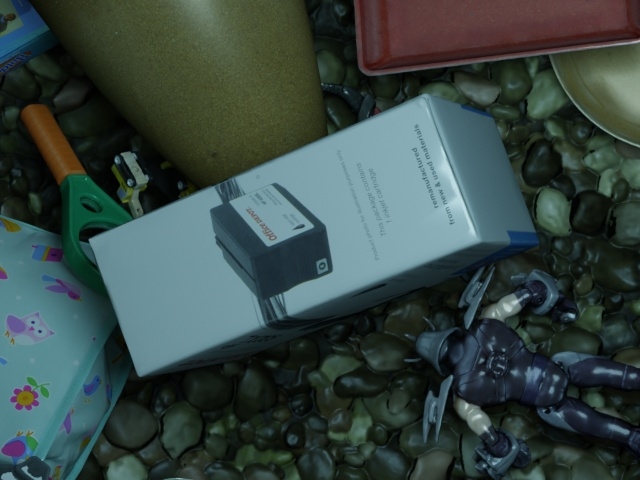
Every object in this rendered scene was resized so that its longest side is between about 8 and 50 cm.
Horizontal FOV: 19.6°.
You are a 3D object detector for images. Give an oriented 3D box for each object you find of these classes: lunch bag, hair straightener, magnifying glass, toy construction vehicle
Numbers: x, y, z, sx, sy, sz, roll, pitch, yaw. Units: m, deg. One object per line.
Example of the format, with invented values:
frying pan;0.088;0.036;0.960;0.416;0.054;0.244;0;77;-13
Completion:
lunch bag;-0.285;0.095;1.627;0.223;0.160;0.262;17;54;8
hair straightener;0.060;-0.049;1.655;0.089;0.047;0.230;-42;82;2
magnifying glass;-0.211;-0.035;1.655;0.026;0.092;0.231;-53;54;34
toy construction vehicle;-0.145;-0.054;1.669;0.098;0.086;0.035;58;135;14

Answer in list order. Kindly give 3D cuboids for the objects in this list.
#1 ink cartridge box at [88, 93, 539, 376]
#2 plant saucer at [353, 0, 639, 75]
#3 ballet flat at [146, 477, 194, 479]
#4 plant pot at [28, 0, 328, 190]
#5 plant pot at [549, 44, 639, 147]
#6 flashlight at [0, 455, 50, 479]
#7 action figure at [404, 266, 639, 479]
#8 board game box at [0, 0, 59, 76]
ink cartridge box;0.000;0.000;1.541;0.307;0.223;0.129;-22;83;17
plant saucer;0.156;-0.279;1.643;0.259;0.048;0.258;-6;80;13
ballet flat;-0.109;0.234;1.657;0.114;0.041;0.041;12;86;7
plant pot;-0.103;-0.172;1.617;0.237;0.237;0.254;-27;98;4
plant pot;0.318;-0.192;1.646;0.236;0.032;0.236;-1;84;7
flashlight;-0.303;0.276;1.544;0.103;0.304;0.103;-7;69;-27
action figure;0.206;0.128;1.602;0.285;0.099;0.185;17;94;12
board game box;-0.340;-0.221;1.720;0.210;0.047;0.160;-29;82;4
